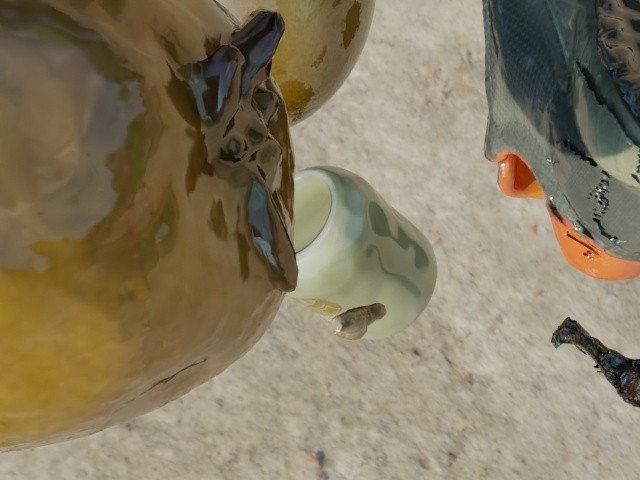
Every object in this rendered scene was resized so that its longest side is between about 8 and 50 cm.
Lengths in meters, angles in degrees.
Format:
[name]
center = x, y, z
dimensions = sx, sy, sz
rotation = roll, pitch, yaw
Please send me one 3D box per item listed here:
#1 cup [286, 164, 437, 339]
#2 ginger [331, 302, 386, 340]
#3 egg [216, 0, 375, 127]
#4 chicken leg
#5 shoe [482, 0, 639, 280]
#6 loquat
[cup]
center = 0.016, -0.011, 1.372
dimensions = 0.173, 0.202, 0.255
rotation = -41, 43, 14
[ginger]
center = 0.035, 0.088, 1.168
dimensions = 0.030, 0.097, 0.048
rotation = 50, 121, 19
[egg]
center = -0.072, -0.304, 1.301
dimensions = 0.282, 0.282, 0.351
rotation = 19, 111, 36
[chicken leg]
center = 0.402, 0.158, 1.305
dimensions = 0.253, 0.106, 0.051
rotation = 11, 30, 1
[shoe]
center = 0.157, -0.107, 0.655
dimensions = 0.132, 0.171, 0.336
rotation = 4, 46, -15
[loquat]
center = -0.123, -0.023, 0.395
dimensions = 0.238, 0.238, 0.193
rotation = 0, 95, 30
